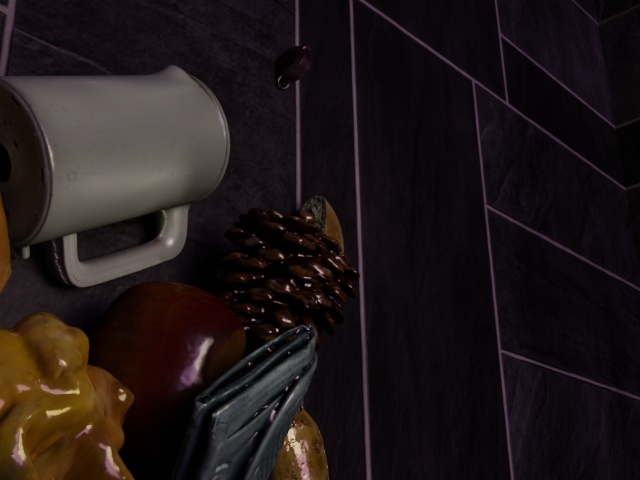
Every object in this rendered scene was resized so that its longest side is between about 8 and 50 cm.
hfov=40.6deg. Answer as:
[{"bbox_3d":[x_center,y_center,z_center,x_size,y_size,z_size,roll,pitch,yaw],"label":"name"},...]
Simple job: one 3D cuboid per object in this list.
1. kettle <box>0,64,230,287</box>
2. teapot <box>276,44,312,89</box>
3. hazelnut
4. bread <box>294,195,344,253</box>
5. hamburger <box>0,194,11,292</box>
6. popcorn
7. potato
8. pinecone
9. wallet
[{"bbox_3d":[-0.284,-0.091,1.133,0.318,0.205,0.265,-20,87,-54],"label":"kettle"},{"bbox_3d":[-0.048,-0.324,1.620,0.045,0.068,0.100,34,86,-39],"label":"teapot"},{"bbox_3d":[-0.209,0.169,1.113,0.229,0.229,0.229,23,57,-42],"label":"hazelnut"},{"bbox_3d":[0.000,0.000,1.521,0.094,0.083,0.157,-1,77,-53],"label":"bread"},{"bbox_3d":[-0.484,-0.032,0.905,0.318,0.158,0.318,26,54,-41],"label":"hamburger"},{"bbox_3d":[-0.319,0.224,0.893,0.316,0.281,0.297,25,90,-14],"label":"popcorn"},{"bbox_3d":[-0.040,0.328,1.337,0.107,0.080,0.170,2,74,-36],"label":"potato"},{"bbox_3d":[-0.063,0.077,1.298,0.224,0.224,0.272,35,62,-36],"label":"pinecone"},{"bbox_3d":[-0.108,0.285,1.101,0.075,0.342,0.237,31,32,18],"label":"wallet"}]
